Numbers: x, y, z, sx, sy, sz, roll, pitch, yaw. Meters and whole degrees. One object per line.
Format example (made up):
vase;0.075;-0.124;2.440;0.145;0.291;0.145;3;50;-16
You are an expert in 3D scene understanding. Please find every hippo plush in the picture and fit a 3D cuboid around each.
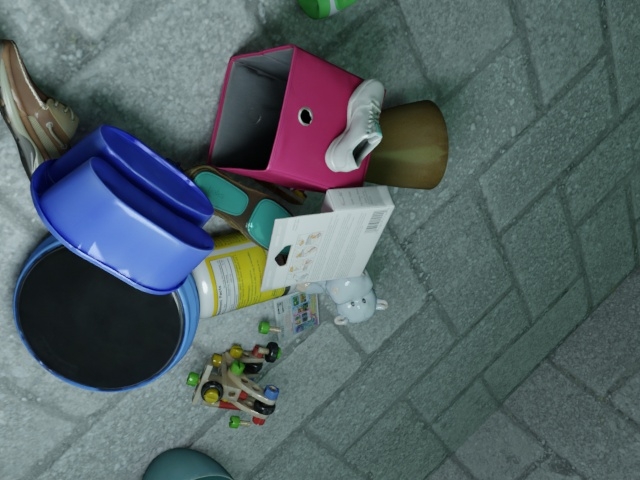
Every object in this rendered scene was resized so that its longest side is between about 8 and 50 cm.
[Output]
hippo plush;0.045;0.132;1.560;0.235;0.236;0.294;-17;123;-1

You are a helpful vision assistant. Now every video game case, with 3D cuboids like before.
video game case;-0.071;0.214;1.714;0.143;0.019;0.157;-20;126;-25

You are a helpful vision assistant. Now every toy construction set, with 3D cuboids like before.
toy construction set;-0.269;0.401;1.593;0.237;0.257;0.308;14;132;-21

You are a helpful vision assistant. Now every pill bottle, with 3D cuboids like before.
pill bottle;-0.237;0.082;1.401;0.334;0.188;0.187;-14;124;-28

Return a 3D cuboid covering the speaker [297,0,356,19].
speaker;0.086;-0.605;1.252;0.297;0.131;0.131;-35;131;-13

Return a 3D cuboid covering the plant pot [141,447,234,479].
plant pot;-0.410;0.726;1.664;0.290;0.195;0.290;-17;125;-26

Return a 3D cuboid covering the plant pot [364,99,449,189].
plant pot;0.164;-0.240;1.483;0.255;0.237;0.237;-7;121;-17

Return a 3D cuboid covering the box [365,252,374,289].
box;0.114;0.018;1.694;0.067;0.063;0.323;-23;128;-21

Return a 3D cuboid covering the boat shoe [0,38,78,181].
boat shoe;-0.522;-0.222;1.070;0.117;0.123;0.324;-25;138;-26

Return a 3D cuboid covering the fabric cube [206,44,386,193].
fabric cube;-0.055;-0.245;1.245;0.258;0.259;0.253;13;90;-39

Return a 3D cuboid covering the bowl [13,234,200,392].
bowl;-0.461;0.153;1.228;0.392;0.077;0.390;0;108;-1

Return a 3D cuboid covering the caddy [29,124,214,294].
caddy;-0.358;-0.044;1.061;0.179;0.241;0.341;-37;126;20

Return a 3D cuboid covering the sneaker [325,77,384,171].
sneaker;0.094;-0.229;1.144;0.080;0.094;0.212;31;79;-39

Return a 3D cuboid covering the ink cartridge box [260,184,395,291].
ink cartridge box;0.000;0.000;1.274;0.261;0.066;0.296;-7;148;-18

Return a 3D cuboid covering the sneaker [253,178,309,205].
sneaker;-0.101;-0.164;1.438;0.185;0.070;0.083;36;70;-38

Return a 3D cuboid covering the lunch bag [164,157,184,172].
lunch bag;-0.343;-0.136;1.273;0.098;0.067;0.065;-49;134;-4

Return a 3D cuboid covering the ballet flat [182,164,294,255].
ballet flat;-0.184;-0.073;1.311;0.342;0.124;0.116;29;89;-38
